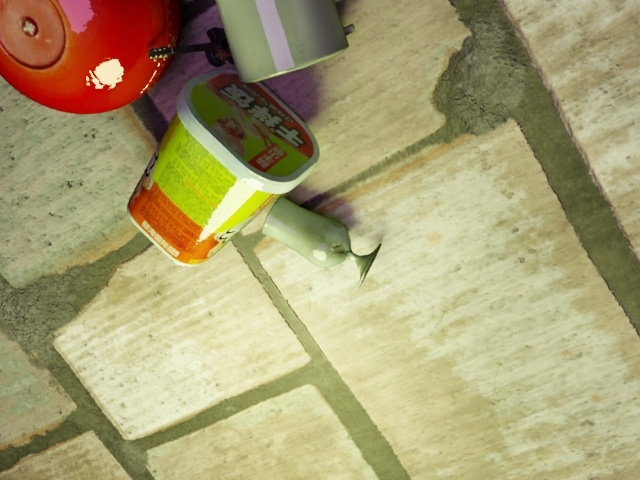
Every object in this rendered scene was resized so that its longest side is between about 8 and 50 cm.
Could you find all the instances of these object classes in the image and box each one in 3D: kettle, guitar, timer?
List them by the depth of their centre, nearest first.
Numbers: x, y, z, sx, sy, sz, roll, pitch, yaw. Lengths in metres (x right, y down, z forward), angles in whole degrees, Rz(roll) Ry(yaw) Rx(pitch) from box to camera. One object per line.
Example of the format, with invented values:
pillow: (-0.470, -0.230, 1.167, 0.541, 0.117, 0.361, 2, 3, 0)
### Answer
kettle: (-0.064, -0.455, 1.188, 0.265, 0.205, 0.318, -11, 107, 23)
guitar: (-0.206, -0.347, 1.271, 0.025, 0.233, 0.088, -3, 103, 52)
timer: (-0.445, -0.417, 1.272, 0.378, 0.279, 0.378, 7, 118, 14)

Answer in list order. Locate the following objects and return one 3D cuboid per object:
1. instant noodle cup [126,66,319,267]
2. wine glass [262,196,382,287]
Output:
instant noodle cup: (-0.203, -0.125, 1.354, 0.294, 0.294, 0.308, 41, 125, -4)
wine glass: (0.000, 0.000, 1.426, 0.231, 0.103, 0.103, 27, 118, 6)
